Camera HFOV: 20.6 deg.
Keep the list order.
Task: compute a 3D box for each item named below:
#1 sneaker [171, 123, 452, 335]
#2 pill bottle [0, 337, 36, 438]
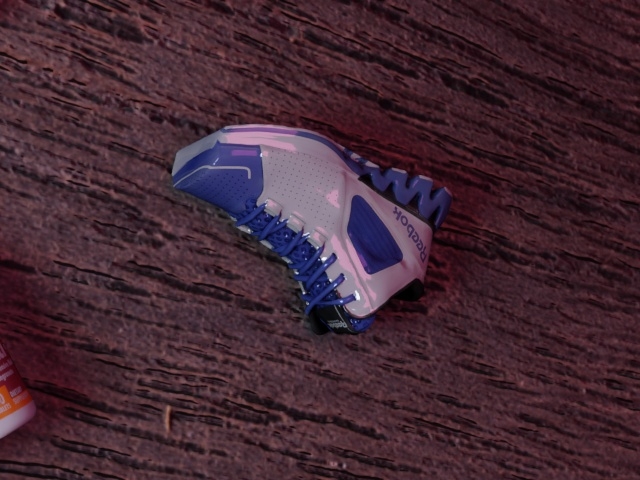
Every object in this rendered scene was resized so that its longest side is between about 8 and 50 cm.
[{"bbox_3d":[0.001,0.000,1.843,0.315,0.127,0.182,16,68,-29],"label":"sneaker"},{"bbox_3d":[-0.360,0.089,1.608,0.121,0.121,0.221,-29,94,-33],"label":"pill bottle"}]
